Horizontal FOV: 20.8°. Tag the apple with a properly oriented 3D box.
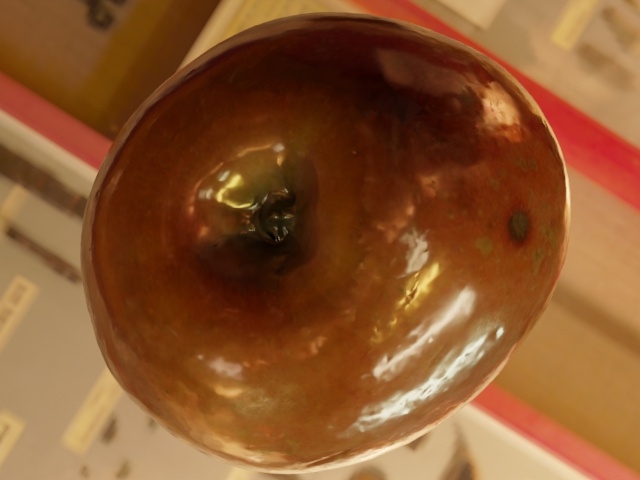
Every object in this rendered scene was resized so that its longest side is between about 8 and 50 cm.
[{"bbox_3d":[0.000,0.000,0.893,0.253,0.253,0.253,-57,-177,5],"label":"apple"}]
